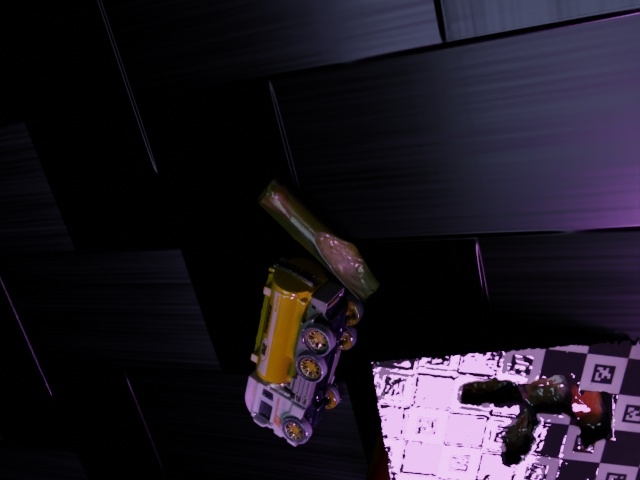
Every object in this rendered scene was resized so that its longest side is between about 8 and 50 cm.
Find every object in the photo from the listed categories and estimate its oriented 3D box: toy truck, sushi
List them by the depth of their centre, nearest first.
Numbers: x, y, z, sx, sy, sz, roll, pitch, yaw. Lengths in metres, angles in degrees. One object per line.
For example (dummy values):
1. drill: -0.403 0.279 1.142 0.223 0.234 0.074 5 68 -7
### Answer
1. sushi: 0.206 0.191 0.750 0.280 0.043 0.192 -8 107 5
2. toy truck: -0.027 0.134 0.844 0.114 0.098 0.226 24 121 20

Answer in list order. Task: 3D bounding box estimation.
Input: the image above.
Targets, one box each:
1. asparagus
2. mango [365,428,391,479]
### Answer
1. asparagus: 0.000 0.000 0.793 0.178 0.041 0.045 44 119 0
2. mango: 0.122 0.298 0.833 0.133 0.111 0.267 19 106 21
